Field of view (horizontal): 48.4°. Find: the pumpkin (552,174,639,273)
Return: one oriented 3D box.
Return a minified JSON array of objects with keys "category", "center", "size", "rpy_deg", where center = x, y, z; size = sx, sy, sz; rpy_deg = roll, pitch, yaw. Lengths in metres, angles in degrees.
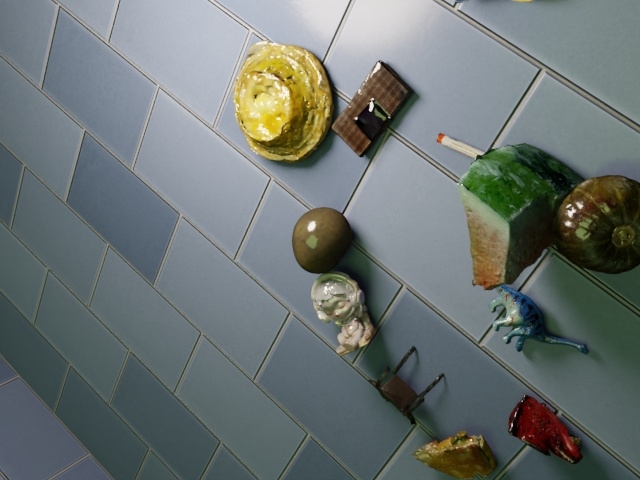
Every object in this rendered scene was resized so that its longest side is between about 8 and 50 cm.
[{"category":"pumpkin","center":[0.595,-0.040,1.502],"size":[0.219,0.162,0.219],"rpy_deg":[-2,118,-4]}]

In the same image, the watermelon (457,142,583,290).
[{"category":"watermelon","center":[0.449,-0.054,1.565],"size":[0.151,0.264,0.302],"rpy_deg":[17,127,50]}]

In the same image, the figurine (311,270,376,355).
[{"category":"figurine","center":[0.056,0.189,1.976],"size":[0.162,0.141,0.236],"rpy_deg":[-24,91,33]}]

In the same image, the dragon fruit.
[{"category":"dragon fruit","center":[0.556,0.467,1.742],"size":[0.192,0.122,0.092],"rpy_deg":[38,109,22]}]

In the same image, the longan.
[{"category":"longan","center":[0.000,0.000,1.933],"size":[0.167,0.167,0.187],"rpy_deg":[17,109,30]}]

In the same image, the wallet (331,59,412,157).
[{"category":"wallet","center":[0.127,-0.331,1.811],"size":[0.124,0.042,0.230],"rpy_deg":[48,125,15]}]

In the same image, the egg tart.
[{"category":"egg tart","center":[-0.124,-0.364,1.923],"size":[0.341,0.129,0.341],"rpy_deg":[13,114,32]}]

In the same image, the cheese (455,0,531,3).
[{"category":"cheese","center":[0.401,-0.585,1.513],"size":[0.270,0.069,0.177],"rpy_deg":[-9,100,37]}]

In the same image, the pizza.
[{"category":"pizza","center":[0.375,0.583,1.940],"size":[0.147,0.069,0.226],"rpy_deg":[47,133,-14]}]

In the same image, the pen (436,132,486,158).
[{"category":"pen","center":[0.374,-0.203,1.692],"size":[0.218,0.026,0.026],"rpy_deg":[29,120,24]}]

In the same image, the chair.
[{"category":"chair","center":[0.216,0.414,1.945],"size":[0.174,0.149,0.213],"rpy_deg":[41,129,15]}]

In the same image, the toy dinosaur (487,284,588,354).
[{"category":"toy dinosaur","center":[0.478,0.190,1.725],"size":[0.329,0.076,0.144],"rpy_deg":[47,119,10]}]
